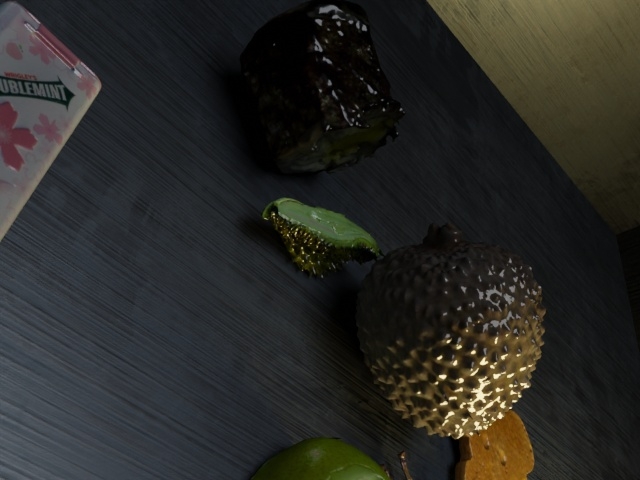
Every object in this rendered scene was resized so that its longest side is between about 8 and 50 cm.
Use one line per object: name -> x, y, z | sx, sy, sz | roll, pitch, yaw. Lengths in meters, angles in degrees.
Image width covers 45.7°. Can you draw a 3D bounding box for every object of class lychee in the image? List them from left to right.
lychee -> 0.257, 0.177, 1.520 | 0.380, 0.380, 0.432 | -15, 103, -56

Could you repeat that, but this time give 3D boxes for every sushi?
sushi -> -0.004, -0.304, 1.585 | 0.281, 0.299, 0.294 | -15, 76, -28

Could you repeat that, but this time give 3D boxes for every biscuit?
biscuit -> 0.406, 0.521, 1.784 | 0.376, 0.051, 0.269 | -6, 75, -54

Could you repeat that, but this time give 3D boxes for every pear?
pear -> -0.009, 0.456, 1.154 | 0.282, 0.176, 0.286 | -3, 69, -53

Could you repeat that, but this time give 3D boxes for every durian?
durian -> 0.005, 0.001, 1.544 | 0.375, 0.107, 0.132 | 23, 52, -44

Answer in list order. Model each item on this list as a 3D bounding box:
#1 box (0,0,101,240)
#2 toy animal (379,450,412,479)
box -> -0.453, -0.150, 1.025 | 0.190, 0.112, 0.369 | 44, 39, -26
toy animal -> 0.193, 0.528, 1.486 | 0.275, 0.054, 0.149 | 48, 31, -19
